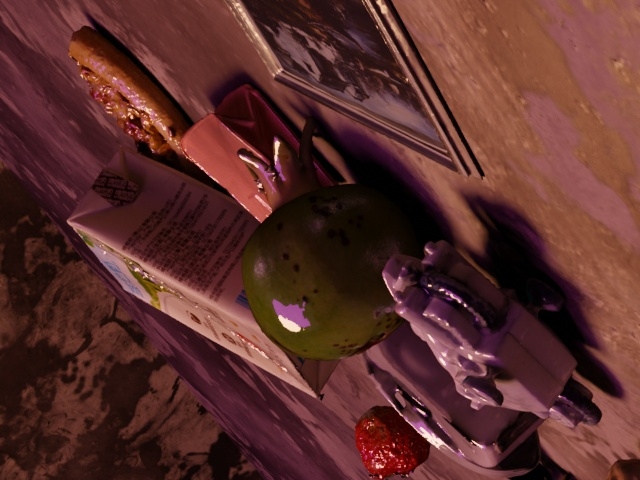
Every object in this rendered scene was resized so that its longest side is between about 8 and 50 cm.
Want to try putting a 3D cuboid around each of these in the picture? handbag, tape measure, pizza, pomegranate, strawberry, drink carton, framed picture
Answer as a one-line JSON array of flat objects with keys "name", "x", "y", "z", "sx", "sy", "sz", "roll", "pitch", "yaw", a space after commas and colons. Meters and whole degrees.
[{"name": "handbag", "x": -0.063, "y": -0.078, "z": 1.800, "sx": 0.157, "sy": 0.059, "sz": 0.212, "roll": 47, "pitch": 166, "yaw": -7}, {"name": "tape measure", "x": 0.135, "y": 0.149, "z": 1.753, "sx": 0.236, "sy": 0.120, "sz": 0.197, "roll": 43, "pitch": 170, "yaw": 32}, {"name": "pizza", "x": -0.211, "y": -0.149, "z": 2.047, "sx": 0.246, "sy": 0.058, "sz": 0.127, "roll": 54, "pitch": 165, "yaw": -29}, {"name": "pomegranate", "x": 0.000, "y": 0.000, "z": 1.628, "sx": 0.181, "sy": 0.181, "sz": 0.224, "roll": 103, "pitch": 145, "yaw": -75}, {"name": "strawberry", "x": 0.095, "y": 0.267, "z": 2.301, "sx": 0.106, "sy": 0.106, "sz": 0.106, "roll": 43, "pitch": 167, "yaw": 12}, {"name": "drink carton", "x": -0.117, "y": 0.036, "z": 2.044, "sx": 0.324, "sy": 0.132, "sz": 0.194, "roll": 26, "pitch": 162, "yaw": 28}, {"name": "framed picture", "x": -0.005, "y": -0.168, "z": 1.425, "sx": 0.296, "sy": 0.019, "sz": 0.232, "roll": 32, "pitch": 161, "yaw": 47}]

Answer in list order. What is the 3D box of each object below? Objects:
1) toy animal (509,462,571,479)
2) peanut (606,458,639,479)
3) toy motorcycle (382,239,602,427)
[{"name": "toy animal", "x": 0.232, "y": 0.268, "z": 1.931, "sx": 0.108, "sy": 0.062, "sz": 0.220, "roll": 34, "pitch": 169, "yaw": 39}, {"name": "peanut", "x": 0.340, "y": 0.270, "z": 1.552, "sx": 0.228, "sy": 0.085, "sz": 0.104, "roll": 31, "pitch": 152, "yaw": 52}, {"name": "toy motorcycle", "x": 0.141, "y": 0.088, "z": 1.531, "sx": 0.171, "sy": 0.110, "sz": 0.260, "roll": 19, "pitch": 164, "yaw": 48}]
